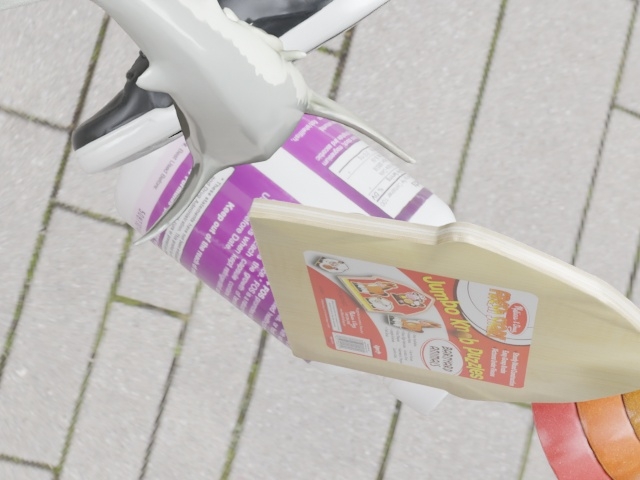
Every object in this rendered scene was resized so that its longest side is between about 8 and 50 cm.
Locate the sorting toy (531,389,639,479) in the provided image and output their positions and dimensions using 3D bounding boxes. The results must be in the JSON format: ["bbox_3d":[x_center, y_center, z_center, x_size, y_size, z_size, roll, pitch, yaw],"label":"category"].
[{"bbox_3d":[0.246,0.226,0.768,0.127,0.126,0.365,25,48,-47],"label":"sorting toy"}]

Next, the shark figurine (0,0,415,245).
[{"bbox_3d":[-0.062,-0.053,0.493,0.166,0.278,0.116,38,95,9],"label":"shark figurine"}]

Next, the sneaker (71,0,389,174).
[{"bbox_3d":[-0.072,-0.139,0.686,0.217,0.079,0.121,-32,94,1],"label":"sneaker"}]

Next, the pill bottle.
[{"bbox_3d":[0.000,0.000,0.938,0.301,0.169,0.169,38,76,6],"label":"pill bottle"}]

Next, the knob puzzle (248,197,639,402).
[{"bbox_3d":[0.073,0.032,0.562,0.213,0.213,0.030,25,64,-17],"label":"knob puzzle"}]
